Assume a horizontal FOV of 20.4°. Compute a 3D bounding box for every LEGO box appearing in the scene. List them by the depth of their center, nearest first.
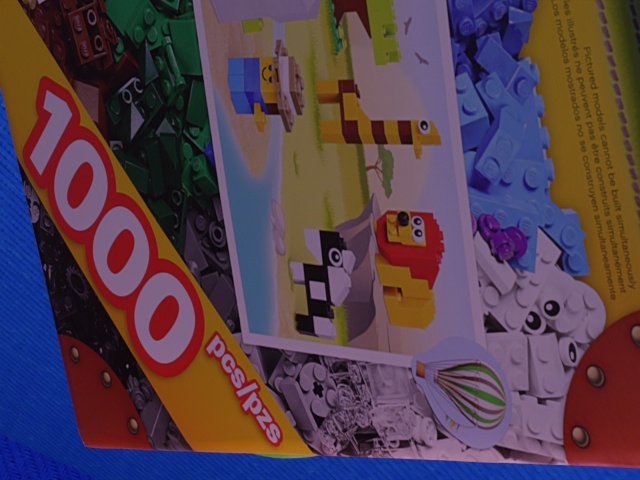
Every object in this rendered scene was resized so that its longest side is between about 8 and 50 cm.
[{"bbox_3d":[0.020,-0.172,0.753,0.372,0.193,0.500,-6,98,48],"label":"LEGO box"}]

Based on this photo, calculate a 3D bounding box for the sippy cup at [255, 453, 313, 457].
[{"bbox_3d":[-0.009,0.011,1.361,0.305,0.240,0.224,6,126,48],"label":"sippy cup"}]
